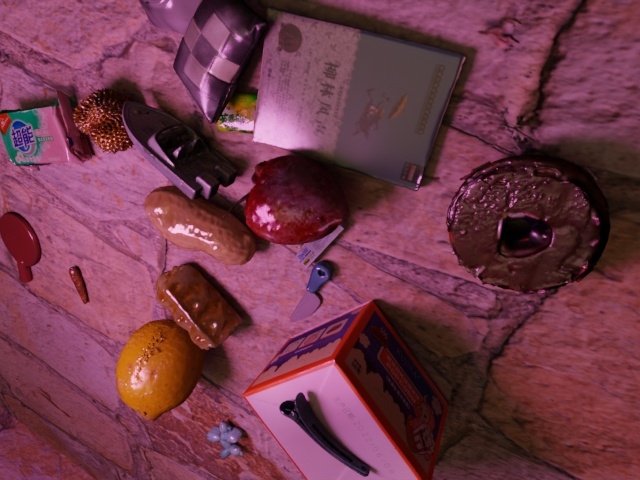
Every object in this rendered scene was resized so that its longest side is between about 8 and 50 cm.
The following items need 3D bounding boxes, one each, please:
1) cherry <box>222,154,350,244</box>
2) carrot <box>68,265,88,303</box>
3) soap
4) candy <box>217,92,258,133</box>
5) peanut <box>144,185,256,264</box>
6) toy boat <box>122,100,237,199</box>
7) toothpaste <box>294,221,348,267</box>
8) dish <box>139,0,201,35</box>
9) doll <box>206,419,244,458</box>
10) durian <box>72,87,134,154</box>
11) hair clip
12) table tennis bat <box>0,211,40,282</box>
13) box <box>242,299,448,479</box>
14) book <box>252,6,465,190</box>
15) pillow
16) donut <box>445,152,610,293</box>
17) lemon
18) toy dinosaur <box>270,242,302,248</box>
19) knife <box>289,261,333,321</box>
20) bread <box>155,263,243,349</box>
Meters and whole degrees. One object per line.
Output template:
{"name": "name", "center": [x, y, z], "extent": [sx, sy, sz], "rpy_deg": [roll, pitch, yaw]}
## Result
{"name": "cherry", "center": [-0.049, -0.077, 0.855], "extent": [0.250, 0.192, 0.175], "rpy_deg": [13, 148, 28]}
{"name": "carrot", "center": [-0.893, 0.168, 1.504], "extent": [0.036, 0.035, 0.164], "rpy_deg": [7, 119, 24]}
{"name": "soap", "center": [-0.803, -0.311, 1.185], "extent": [0.274, 0.098, 0.217], "rpy_deg": [3, 109, 24]}
{"name": "candy", "center": [-0.163, -0.285, 0.908], "extent": [0.179, 0.032, 0.102], "rpy_deg": [11, 118, 22]}
{"name": "peanut", "center": [-0.310, -0.032, 1.052], "extent": [0.319, 0.147, 0.147], "rpy_deg": [27, 123, 7]}
{"name": "toy boat", "center": [-0.350, -0.227, 0.966], "extent": [0.320, 0.141, 0.092], "rpy_deg": [40, 137, 5]}
{"name": "toothpaste", "center": [0.000, 0.000, 0.963], "extent": [0.046, 0.034, 0.164], "rpy_deg": [43, 125, 2]}
{"name": "dish", "center": [-0.327, -0.544, 0.835], "extent": [0.230, 0.081, 0.229], "rpy_deg": [11, 118, 22]}
{"name": "doll", "center": [-0.340, 0.720, 1.476], "extent": [0.159, 0.059, 0.159], "rpy_deg": [-21, 102, 35]}
{"name": "durian", "center": [-0.536, -0.302, 1.036], "extent": [0.168, 0.136, 0.158], "rpy_deg": [-28, 119, 21]}
{"name": "hair clip", "center": [0.014, 0.414, 0.855], "extent": [0.229, 0.039, 0.070], "rpy_deg": [45, 125, -4]}
{"name": "table tennis bat", "center": [-1.164, 0.033, 1.573], "extent": [0.201, 0.038, 0.310], "rpy_deg": [24, 122, 15]}
{"name": "box", "center": [0.068, 0.388, 0.985], "extent": [0.319, 0.257, 0.348], "rpy_deg": [-34, 95, 33]}
{"name": "book", "center": [0.050, -0.270, 0.791], "extent": [0.380, 0.031, 0.264], "rpy_deg": [19, 121, 12]}
{"name": "pillow", "center": [-0.210, -0.393, 0.831], "extent": [0.250, 0.106, 0.186], "rpy_deg": [-45, 72, 36]}
{"name": "donut", "center": [0.361, -0.030, 0.724], "extent": [0.270, 0.103, 0.269], "rpy_deg": [13, 121, 23]}
{"name": "lemon", "center": [-0.490, 0.390, 1.253], "extent": [0.258, 0.309, 0.257], "rpy_deg": [8, 153, 4]}
{"name": "toy dinosaur", "center": [-0.081, 0.003, 1.016], "extent": [0.062, 0.021, 0.083], "rpy_deg": [40, 125, -11]}
{"name": "knife", "center": [-0.024, 0.147, 1.056], "extent": [0.058, 0.032, 0.244], "rpy_deg": [27, 128, 3]}
{"name": "bread", "center": [-0.366, 0.189, 1.190], "extent": [0.152, 0.130, 0.267], "rpy_deg": [-42, 91, -1]}
